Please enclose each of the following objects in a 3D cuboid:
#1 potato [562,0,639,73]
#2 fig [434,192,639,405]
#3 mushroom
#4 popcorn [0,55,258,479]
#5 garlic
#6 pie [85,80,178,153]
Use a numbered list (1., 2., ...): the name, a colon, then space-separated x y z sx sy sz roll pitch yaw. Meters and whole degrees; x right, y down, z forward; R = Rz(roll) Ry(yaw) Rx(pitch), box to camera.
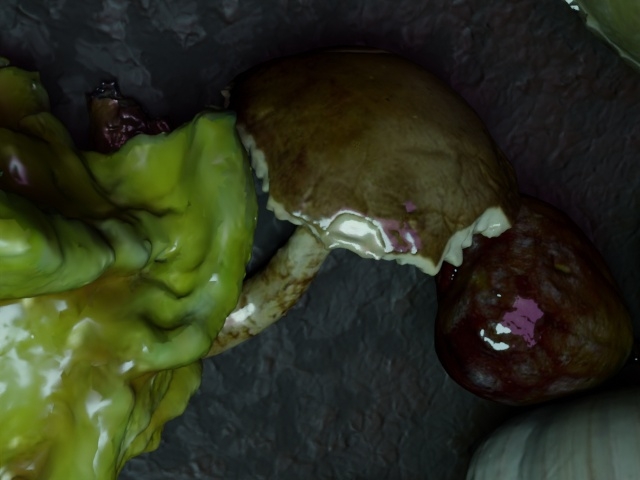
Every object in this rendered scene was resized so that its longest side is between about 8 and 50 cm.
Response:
1. potato: 0.378 -0.328 0.756 0.385 0.319 0.442 9 89 -6
2. fig: 0.202 0.067 0.911 0.274 0.170 0.145 22 140 -35
3. mushroom: -0.001 -0.035 0.861 0.233 0.301 0.208 3 70 -35
4. popcorn: -0.179 0.038 0.717 0.325 0.321 0.290 -30 118 -14
5. garlic: 0.252 0.250 0.862 0.317 0.317 0.259 10 60 -12
6. pie: -0.152 -0.042 0.872 0.092 0.034 0.170 2 99 -7
